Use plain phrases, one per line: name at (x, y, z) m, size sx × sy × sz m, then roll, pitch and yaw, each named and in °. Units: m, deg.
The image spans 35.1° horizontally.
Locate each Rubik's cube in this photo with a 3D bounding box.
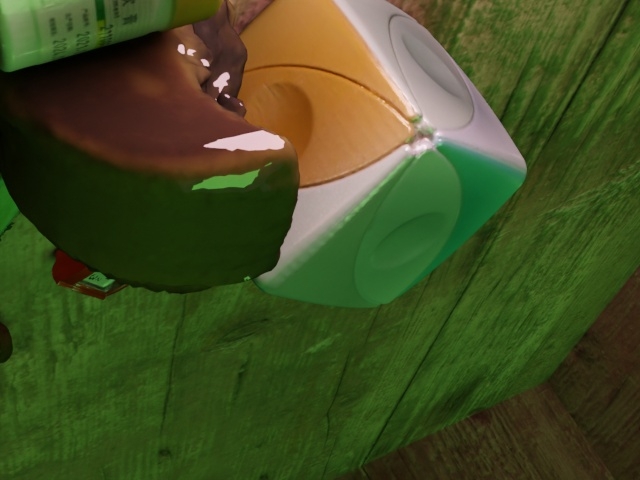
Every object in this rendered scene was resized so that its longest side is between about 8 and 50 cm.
Rubik's cube at (0.041, -0.132, 1.469) m, size 0.352 × 0.347 × 0.351 m, roll -43°, pitch 152°, yaw 21°

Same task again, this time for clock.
clock at (-0.359, 0.037, 1.664) m, size 0.113 × 0.061 × 0.155 m, roll -35°, pitch 157°, yaw 7°

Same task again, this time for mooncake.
mooncake at (-0.174, -0.146, 1.167) m, size 0.394 × 0.393 × 0.246 m, roll -55°, pitch 167°, yaw -41°

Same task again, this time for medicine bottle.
medicine bottle at (-0.239, -0.305, 0.989) m, size 0.231 × 0.238 × 0.238 m, roll -22°, pitch 152°, yaw -20°

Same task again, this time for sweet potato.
sweet potato at (-0.554, 0.150, 1.634) m, size 0.074 × 0.075 × 0.269 m, roll -30°, pitch 150°, yaw -4°

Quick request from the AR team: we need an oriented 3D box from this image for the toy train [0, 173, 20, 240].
toy train at (-0.474, -0.067, 1.259) m, size 0.271 × 0.159 × 0.188 m, roll -45°, pitch 161°, yaw 25°
